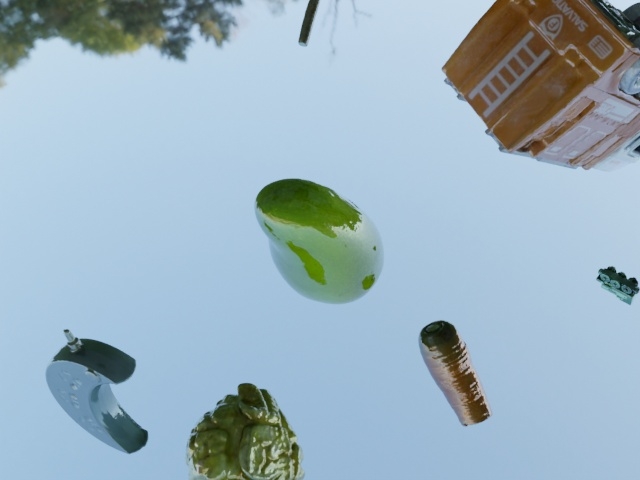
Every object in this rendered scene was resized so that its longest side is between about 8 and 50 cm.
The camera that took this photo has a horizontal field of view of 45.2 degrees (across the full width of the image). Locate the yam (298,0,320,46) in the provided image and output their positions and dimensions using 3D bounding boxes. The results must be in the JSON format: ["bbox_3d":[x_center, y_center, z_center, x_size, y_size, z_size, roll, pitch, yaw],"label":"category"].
[{"bbox_3d":[-0.017,-0.388,1.318,0.021,0.021,0.116,9,-99,30],"label":"yam"}]

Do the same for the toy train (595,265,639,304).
[{"bbox_3d":[0.567,0.084,1.469,0.083,0.053,0.033,32,-117,30],"label":"toy train"}]

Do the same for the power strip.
[{"bbox_3d":[-0.352,0.229,1.200,0.168,0.253,0.054,19,-133,16],"label":"power strip"}]

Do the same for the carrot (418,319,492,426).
[{"bbox_3d":[0.238,0.236,1.370,0.087,0.193,0.087,-24,-169,5],"label":"carrot"}]

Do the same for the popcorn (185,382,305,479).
[{"bbox_3d":[-0.121,0.335,1.200,0.186,0.187,0.167,-21,-137,3],"label":"popcorn"}]

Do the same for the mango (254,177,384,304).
[{"bbox_3d":[0.000,0.000,1.101,0.175,0.293,0.143,13,-108,22],"label":"mango"}]

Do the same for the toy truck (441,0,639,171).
[{"bbox_3d":[0.321,-0.186,0.916,0.207,0.388,0.173,-46,-117,28],"label":"toy truck"}]
